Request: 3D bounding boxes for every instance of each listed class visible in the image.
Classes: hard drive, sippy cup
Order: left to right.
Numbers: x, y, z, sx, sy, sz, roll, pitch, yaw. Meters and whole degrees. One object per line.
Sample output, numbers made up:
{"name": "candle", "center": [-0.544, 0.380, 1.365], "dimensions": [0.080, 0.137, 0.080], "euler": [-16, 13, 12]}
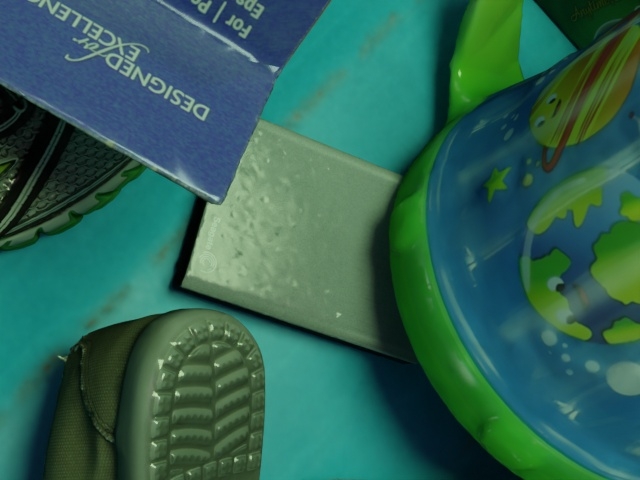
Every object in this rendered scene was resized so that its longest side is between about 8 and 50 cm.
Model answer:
{"name": "hard drive", "center": [0.000, 0.000, 0.519], "dimensions": [0.135, 0.022, 0.094], "euler": [20, 76, -21]}
{"name": "sippy cup", "center": [0.184, -0.017, 0.460], "dimensions": [0.305, 0.224, 0.240], "euler": [38, 51, -5]}

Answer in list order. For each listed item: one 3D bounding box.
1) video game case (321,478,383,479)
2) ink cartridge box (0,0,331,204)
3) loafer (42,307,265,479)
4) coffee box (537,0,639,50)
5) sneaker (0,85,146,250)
{"name": "video game case", "center": [0.150, 0.258, 0.422], "dimensions": [0.300, 0.036, 0.329], "euler": [4, 49, -10]}
{"name": "ink cartridge box", "center": [-0.110, -0.208, 0.399], "dimensions": [0.303, 0.072, 0.307], "euler": [30, 46, -14]}
{"name": "loafer", "center": [-0.082, 0.149, 0.439], "dimensions": [0.094, 0.087, 0.251], "euler": [9, 91, -49]}
{"name": "coffee box", "center": [0.206, -0.121, 0.579], "dimensions": [0.184, 0.113, 0.040], "euler": [44, 70, -12]}
{"name": "sneaker", "center": [-0.170, -0.038, 0.379], "dimensions": [0.343, 0.146, 0.134], "euler": [-35, 98, -26]}
